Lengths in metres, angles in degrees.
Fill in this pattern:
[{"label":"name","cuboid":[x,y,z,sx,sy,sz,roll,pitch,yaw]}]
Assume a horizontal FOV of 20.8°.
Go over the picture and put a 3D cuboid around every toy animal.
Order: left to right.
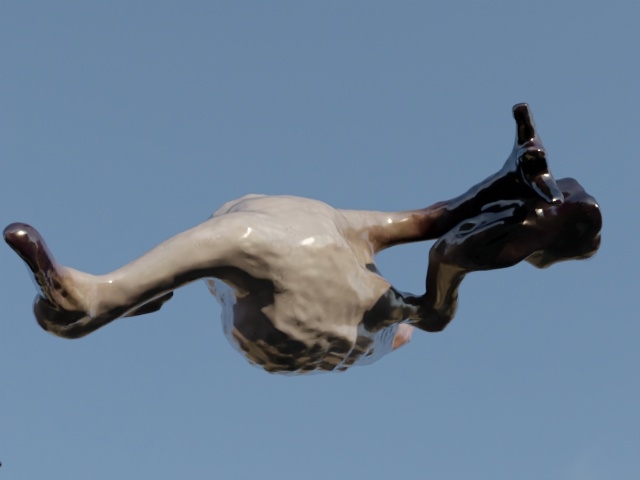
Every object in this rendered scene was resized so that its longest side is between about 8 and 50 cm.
[{"label":"toy animal","cuboid":[-0.018,0.015,0.883,0.324,0.090,0.195,-9,-32,-24]}]

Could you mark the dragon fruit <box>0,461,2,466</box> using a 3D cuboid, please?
[{"label":"dragon fruit","cuboid":[-0.260,0.124,0.908,0.166,0.160,0.172,-36,-61,-30]}]
